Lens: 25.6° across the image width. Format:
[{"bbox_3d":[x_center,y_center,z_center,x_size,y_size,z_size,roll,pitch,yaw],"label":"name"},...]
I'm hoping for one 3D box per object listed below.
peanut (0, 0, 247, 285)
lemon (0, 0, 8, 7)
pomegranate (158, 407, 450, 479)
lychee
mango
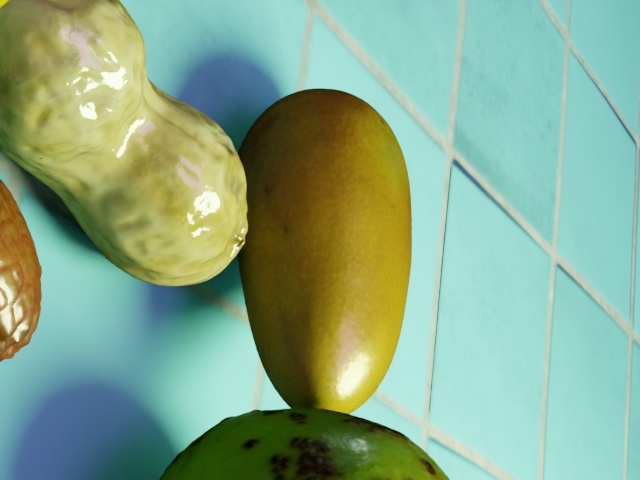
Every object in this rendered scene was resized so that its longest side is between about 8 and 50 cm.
[{"bbox_3d":[-0.107,-0.053,0.732,0.229,0.103,0.098,51,31,-48],"label":"peanut"},{"bbox_3d":[-0.197,-0.170,0.365,0.336,0.336,0.336,17,71,-59],"label":"lemon"},{"bbox_3d":[-0.029,0.193,0.735,0.263,0.211,0.211,6,80,-49],"label":"pomegranate"},{"bbox_3d":[-0.184,0.002,0.602,0.114,0.140,0.101,-69,180,-62],"label":"lychee"},{"bbox_3d":[0.000,0.000,0.875,0.138,0.113,0.253,76,11,-45],"label":"mango"}]
